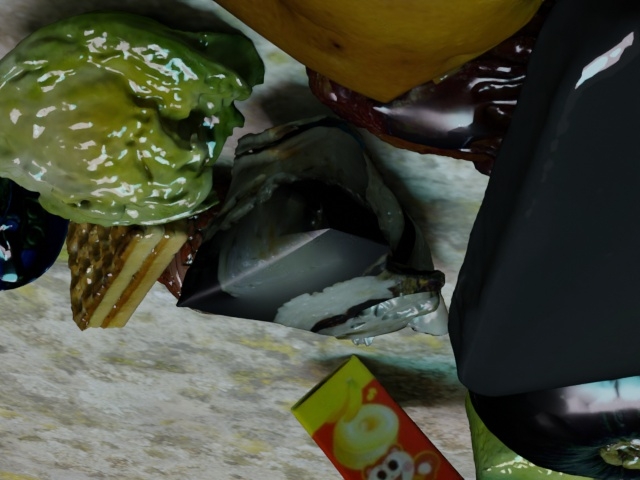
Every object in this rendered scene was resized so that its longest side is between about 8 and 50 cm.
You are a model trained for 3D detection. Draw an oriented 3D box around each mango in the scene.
[{"bbox_3d":[-0.002,-0.168,0.499,0.236,0.136,0.166,31,171,-4],"label":"mango"}]

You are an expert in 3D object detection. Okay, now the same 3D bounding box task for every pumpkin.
[{"bbox_3d":[0.215,0.079,0.864,0.233,0.163,0.233,8,155,4],"label":"pumpkin"}]

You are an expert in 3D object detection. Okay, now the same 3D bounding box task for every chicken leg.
[{"bbox_3d":[0.149,-0.066,0.715,0.322,0.083,0.177,9,162,11],"label":"chicken leg"}]

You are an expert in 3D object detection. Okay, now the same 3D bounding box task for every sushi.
[{"bbox_3d":[0.020,-0.004,0.872,0.134,0.109,0.273,-23,156,29],"label":"sushi"}]

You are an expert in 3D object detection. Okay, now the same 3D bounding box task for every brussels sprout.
[{"bbox_3d":[-0.131,-0.081,0.769,0.181,0.100,0.139,0,126,16],"label":"brussels sprout"}]

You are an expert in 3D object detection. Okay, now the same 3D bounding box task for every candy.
[{"bbox_3d":[0.097,0.244,1.151,0.276,0.088,0.146,48,179,37],"label":"candy"}]

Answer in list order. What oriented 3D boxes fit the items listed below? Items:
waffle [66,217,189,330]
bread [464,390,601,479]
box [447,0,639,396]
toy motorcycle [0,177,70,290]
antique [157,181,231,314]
[{"bbox_3d":[-0.141,-0.009,0.887,0.042,0.102,0.148,7,145,-27],"label":"waffle"},{"bbox_3d":[0.193,0.172,1.112,0.129,0.114,0.111,-15,137,21],"label":"bread"},{"bbox_3d":[0.217,-0.027,0.615,0.289,0.073,0.290,-7,144,-12],"label":"box"},{"bbox_3d":[-0.287,-0.049,0.888,0.196,0.125,0.331,11,157,0],"label":"toy motorcycle"},{"bbox_3d":[-0.074,0.006,0.914,0.104,0.104,0.104,10,153,5],"label":"antique"}]
